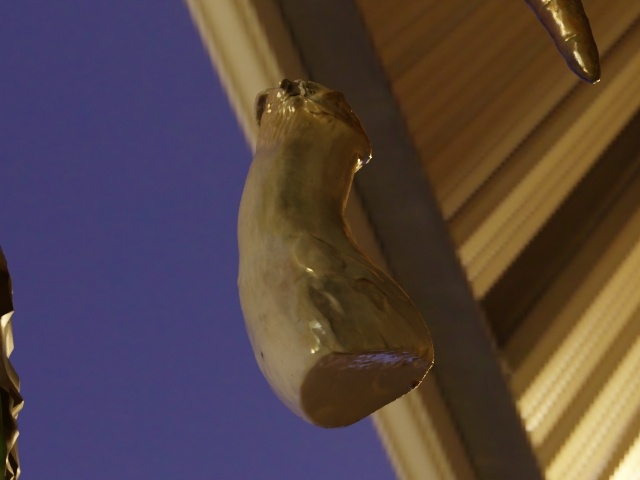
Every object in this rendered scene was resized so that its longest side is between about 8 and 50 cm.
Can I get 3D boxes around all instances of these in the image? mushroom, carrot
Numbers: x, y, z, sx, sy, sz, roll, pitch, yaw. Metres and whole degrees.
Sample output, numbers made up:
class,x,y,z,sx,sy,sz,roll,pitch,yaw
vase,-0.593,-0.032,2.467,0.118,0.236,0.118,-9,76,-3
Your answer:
class,x,y,z,sx,sy,sz,roll,pitch,yaw
mushroom,-0.004,0.001,0.858,0.081,0.092,0.223,54,-164,-44
carrot,0.083,-0.173,0.755,0.049,0.049,0.254,18,-137,-47

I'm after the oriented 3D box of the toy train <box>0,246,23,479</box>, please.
class,x,y,z,sx,sy,sz,roll,pitch,yaw
toy train,-0.220,0.013,0.463,0.249,0.173,0.307,5,-139,-21
